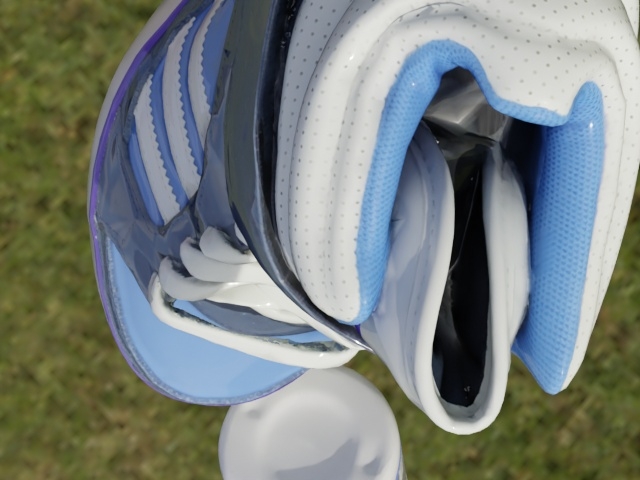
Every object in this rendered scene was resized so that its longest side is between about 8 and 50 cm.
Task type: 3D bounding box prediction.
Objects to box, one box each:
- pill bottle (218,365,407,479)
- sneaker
[{"bbox_3d":[0.001,0.111,0.887,0.078,0.078,0.137,33,163,17],"label":"pill bottle"},{"bbox_3d":[0.001,0.000,0.655,0.130,0.236,0.323,14,128,-16],"label":"sneaker"}]
